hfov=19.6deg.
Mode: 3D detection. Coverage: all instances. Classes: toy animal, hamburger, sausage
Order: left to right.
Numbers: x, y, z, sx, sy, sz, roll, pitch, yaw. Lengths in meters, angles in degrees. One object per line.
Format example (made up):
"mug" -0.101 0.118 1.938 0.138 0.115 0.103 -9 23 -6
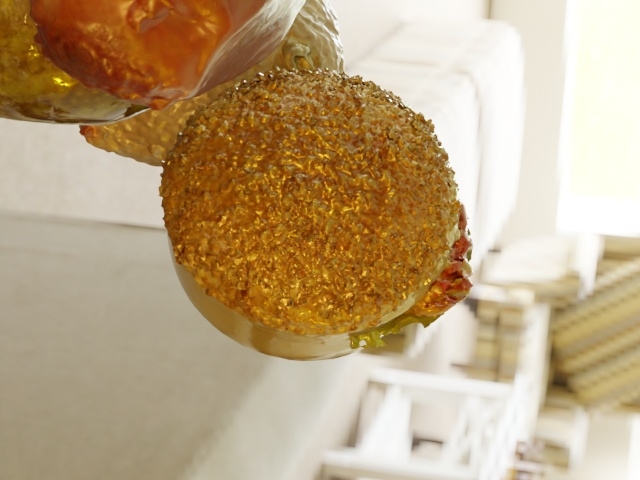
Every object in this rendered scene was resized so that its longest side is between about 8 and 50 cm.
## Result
"sausage" -0.096 -0.178 1.261 0.153 0.141 0.268 -51 177 22
"toy animal" -0.115 -0.191 2.164 0.358 0.226 0.188 -33 154 -18
"hamburger" -0.005 -0.030 1.703 0.179 0.294 0.276 115 -25 -57

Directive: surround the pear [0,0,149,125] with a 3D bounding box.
"pear" -0.214 -0.226 1.502 0.283 0.283 0.284 7 90 -74
